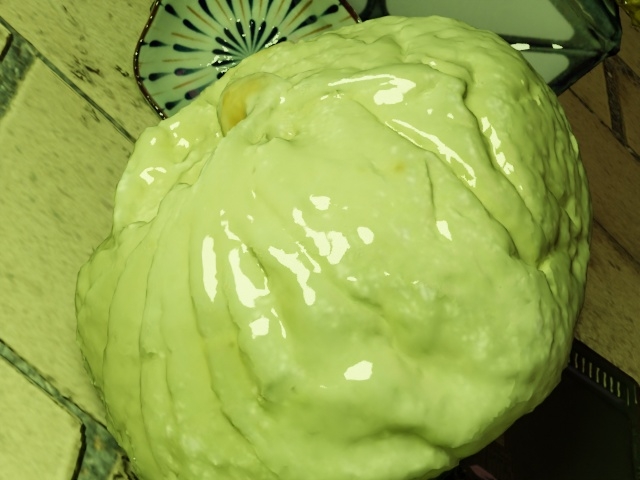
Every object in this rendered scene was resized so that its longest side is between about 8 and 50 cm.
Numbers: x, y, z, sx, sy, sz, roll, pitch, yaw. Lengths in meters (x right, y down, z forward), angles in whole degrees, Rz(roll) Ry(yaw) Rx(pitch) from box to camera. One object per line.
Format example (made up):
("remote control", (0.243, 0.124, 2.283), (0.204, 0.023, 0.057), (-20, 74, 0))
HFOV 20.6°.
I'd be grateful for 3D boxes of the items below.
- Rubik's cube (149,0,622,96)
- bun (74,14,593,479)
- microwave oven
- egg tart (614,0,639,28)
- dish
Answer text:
("Rubik's cube", (0.070, -0.240, 1.590), (0.310, 0.305, 0.307), (45, 24, -13))
("bun", (0.000, 0.000, 1.085), (0.227, 0.352, 0.349), (53, -5, -23))
("microwave oven", (0.102, 0.175, 1.206), (0.178, 0.188, 0.247), (37, 31, -17))
("egg tart", (0.282, -0.279, 1.518), (0.341, 0.129, 0.341), (43, 22, -22))
("dish", (-0.055, -0.149, 1.429), (0.191, 0.190, 0.066), (49, 2, -5))
